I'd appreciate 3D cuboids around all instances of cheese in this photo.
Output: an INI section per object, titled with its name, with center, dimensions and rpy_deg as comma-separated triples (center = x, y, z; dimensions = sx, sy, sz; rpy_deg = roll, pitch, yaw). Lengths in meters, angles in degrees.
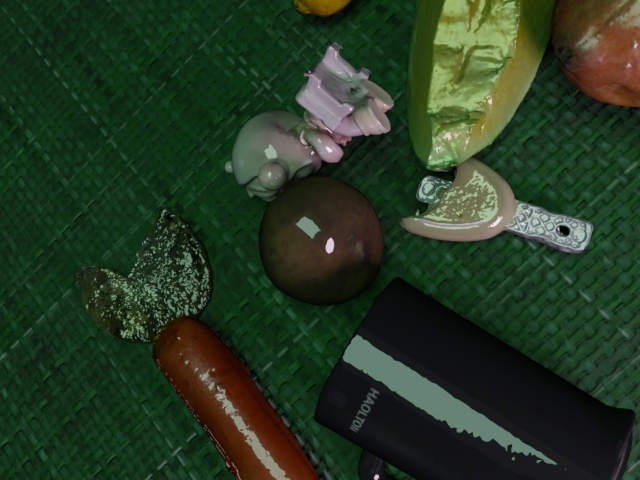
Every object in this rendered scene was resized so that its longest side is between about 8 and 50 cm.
[cheese]
center = 0.234, -0.035, 0.818
dimensions = 0.235, 0.050, 0.127
rpy_deg = 22, 86, 19

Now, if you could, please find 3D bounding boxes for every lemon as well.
[lemon]
center = 0.006, -0.392, 0.913
dimensions = 0.109, 0.109, 0.133
rpy_deg = 46, 101, 18

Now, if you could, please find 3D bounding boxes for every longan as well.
[longan]
center = 0.000, 0.000, 0.809
dimensions = 0.167, 0.187, 0.167
rpy_deg = -4, 65, 9

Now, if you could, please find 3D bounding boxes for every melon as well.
[melon]
center = 0.195, -0.242, 0.829
dimensions = 0.196, 0.124, 0.323
rpy_deg = 16, 91, 19

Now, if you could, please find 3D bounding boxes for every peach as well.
[peach]
center = 0.377, -0.261, 0.732
dimensions = 0.232, 0.232, 0.232
rpy_deg = -3, 80, 16

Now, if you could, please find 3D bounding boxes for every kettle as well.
[kettle]
center = 0.157, 0.230, 0.722
dimensions = 0.308, 0.203, 0.262
rpy_deg = 30, 88, 15

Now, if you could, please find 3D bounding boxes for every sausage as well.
[sausage]
center = -0.113, 0.241, 0.849
dimensions = 0.102, 0.102, 0.330
rpy_deg = -41, 72, 6

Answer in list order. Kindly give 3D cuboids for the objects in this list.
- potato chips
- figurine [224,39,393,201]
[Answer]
[potato chips]
center = -0.275, 0.063, 0.960
dimensions = 0.220, 0.029, 0.202
rpy_deg = -23, 78, 9
[figurine]
center = -0.039, -0.136, 0.842
dimensions = 0.257, 0.144, 0.182
rpy_deg = -38, 38, 35
